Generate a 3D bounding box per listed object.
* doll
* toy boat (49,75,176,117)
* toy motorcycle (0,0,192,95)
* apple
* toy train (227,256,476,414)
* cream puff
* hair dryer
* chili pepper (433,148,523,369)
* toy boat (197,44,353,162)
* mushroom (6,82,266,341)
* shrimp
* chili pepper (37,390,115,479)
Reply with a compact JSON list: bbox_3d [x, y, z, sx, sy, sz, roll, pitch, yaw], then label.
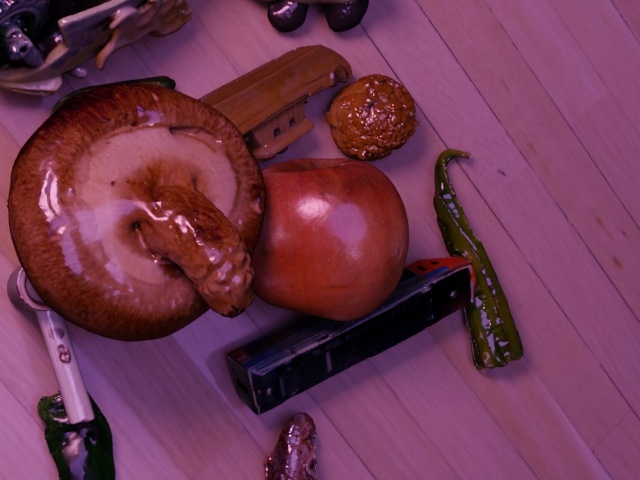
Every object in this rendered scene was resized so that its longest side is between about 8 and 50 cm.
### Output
[{"bbox_3d":[-0.019,-0.400,1.747,0.234,0.143,0.135,-7,65,-23],"label":"doll"},{"bbox_3d":[-0.284,-0.173,1.645,0.210,0.052,0.104,-13,93,-30],"label":"toy boat"},{"bbox_3d":[-0.304,-0.324,1.554,0.410,0.237,0.168,-35,86,-25],"label":"toy motorcycle"},{"bbox_3d":[0.000,0.000,1.663,0.254,0.253,0.253,2,85,-24],"label":"apple"},{"bbox_3d":[0.053,0.127,1.752,0.409,0.089,0.086,-25,122,-25],"label":"toy train"},{"bbox_3d":[0.085,-0.191,1.786,0.144,0.103,0.126,-36,99,-28],"label":"cream puff"},{"bbox_3d":[-0.345,0.138,1.546,0.073,0.131,0.236,-21,93,-23],"label":"hair dryer"},{"bbox_3d":[0.244,0.028,1.862,0.085,0.076,0.358,-14,92,1],"label":"chili pepper"},{"bbox_3d":[-0.073,-0.190,1.714,0.321,0.089,0.121,-34,111,-33],"label":"toy boat"},{"bbox_3d":[-0.232,-0.037,1.472,0.345,0.239,0.345,35,34,-29],"label":"mushroom"},{"bbox_3d":[-0.040,0.348,1.706,0.073,0.075,0.190,15,73,-42],"label":"shrimp"},{"bbox_3d":[-0.324,0.311,1.584,0.098,0.061,0.224,-12,89,-31],"label":"chili pepper"}]
